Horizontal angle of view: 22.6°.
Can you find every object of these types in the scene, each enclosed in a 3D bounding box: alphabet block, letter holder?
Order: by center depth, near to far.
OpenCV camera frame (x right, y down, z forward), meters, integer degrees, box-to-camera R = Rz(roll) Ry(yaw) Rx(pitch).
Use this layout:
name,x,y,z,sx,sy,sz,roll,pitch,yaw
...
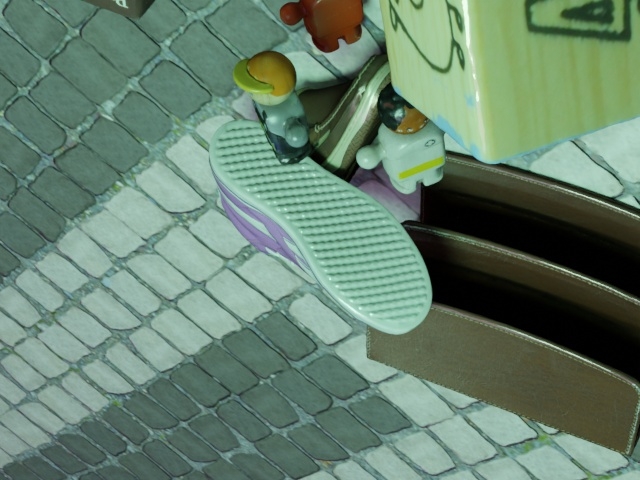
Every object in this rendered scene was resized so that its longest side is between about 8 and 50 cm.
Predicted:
name,x,y,z,sx,sy,sz,roll,pitch,yaw
alphabet block,0.161,-0.202,1.244,0.192,0.193,0.197,-134,28,-57
letter holder,0.214,0.056,1.649,0.302,0.152,0.214,20,142,18

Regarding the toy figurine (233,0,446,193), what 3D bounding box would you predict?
name,x,y,z,sx,sy,sz,roll,pitch,yaw
toy figurine,0.044,-0.166,1.448,0.213,0.209,0.148,18,154,18

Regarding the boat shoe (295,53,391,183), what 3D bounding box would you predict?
name,x,y,z,sx,sy,sz,roll,pitch,yaw
boat shoe,0.006,-0.118,1.644,0.095,0.095,0.257,37,146,4

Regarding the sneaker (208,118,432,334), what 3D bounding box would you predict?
name,x,y,z,sx,sy,sz,roll,pitch,yaw
sneaker,0.001,-0.001,1.652,0.282,0.102,0.161,46,163,12

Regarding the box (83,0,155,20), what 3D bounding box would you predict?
name,x,y,z,sx,sy,sz,roll,pitch,yaw
box,-0.227,-0.400,1.435,0.191,0.143,0.381,21,146,16
